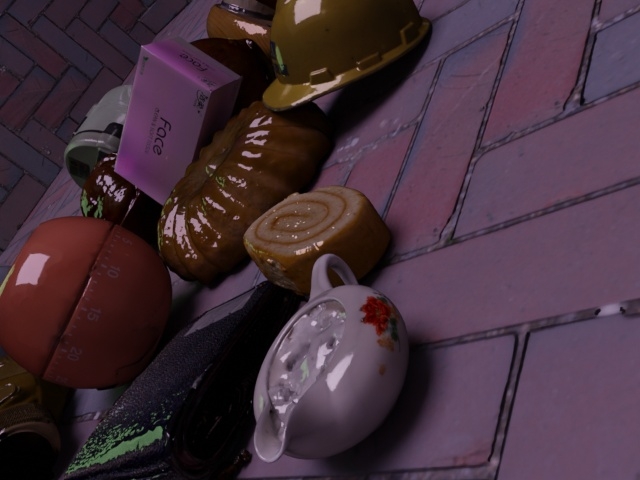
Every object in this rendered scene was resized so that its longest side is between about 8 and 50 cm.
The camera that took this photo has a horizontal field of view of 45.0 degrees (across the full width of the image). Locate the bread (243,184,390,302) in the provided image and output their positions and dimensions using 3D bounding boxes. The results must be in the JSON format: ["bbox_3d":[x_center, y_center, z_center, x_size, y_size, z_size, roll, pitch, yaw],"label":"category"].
[{"bbox_3d":[0.000,0.000,0.787,0.122,0.073,0.149,-44,29,-20],"label":"bread"}]

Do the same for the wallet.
[{"bbox_3d":[-0.141,0.158,0.828,0.221,0.071,0.262,-30,22,43],"label":"wallet"}]

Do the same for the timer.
[{"bbox_3d":[-0.317,0.084,1.045,0.229,0.215,0.229,-50,21,27],"label":"timer"}]

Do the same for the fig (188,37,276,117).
[{"bbox_3d":[-0.172,-0.272,1.368,0.205,0.205,0.205,-39,26,24],"label":"fig"}]

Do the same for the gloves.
[{"bbox_3d":[-0.459,0.253,1.158,0.154,0.141,0.331,-54,24,-5],"label":"gloves"}]

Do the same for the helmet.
[{"bbox_3d":[0.012,-0.296,1.041,0.257,0.140,0.205,-27,26,-4],"label":"helmet"}]

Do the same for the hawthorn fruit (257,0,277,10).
[{"bbox_3d":[-0.048,-0.508,1.271,0.285,0.369,0.284,0,90,51],"label":"hawthorn fruit"}]

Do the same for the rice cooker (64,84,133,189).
[{"bbox_3d":[-0.397,-0.181,1.587,0.226,0.226,0.244,-24,37,46],"label":"rice cooker"}]

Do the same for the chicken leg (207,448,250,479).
[{"bbox_3d":[-0.094,0.226,0.703,0.083,0.021,0.036,-56,15,-30],"label":"chicken leg"}]

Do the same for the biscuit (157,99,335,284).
[{"bbox_3d":[-0.122,-0.088,1.118,0.326,0.107,0.326,-38,25,21],"label":"biscuit"}]

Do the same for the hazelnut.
[{"bbox_3d":[-0.350,-0.067,1.394,0.201,0.160,0.170,-132,49,-68],"label":"hazelnut"}]

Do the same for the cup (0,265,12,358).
[{"bbox_3d":[-0.614,0.196,1.435,0.205,0.205,0.312,-40,25,23],"label":"cup"}]

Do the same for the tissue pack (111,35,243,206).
[{"bbox_3d":[-0.238,-0.186,1.257,0.092,0.148,0.246,-38,-23,-50],"label":"tissue pack"}]

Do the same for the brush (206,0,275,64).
[{"bbox_3d":[-0.112,-0.441,1.480,0.266,0.174,0.166,52,131,55],"label":"brush"}]

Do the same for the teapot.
[{"bbox_3d":[0.010,0.098,0.618,0.145,0.092,0.226,-34,27,28],"label":"teapot"}]
